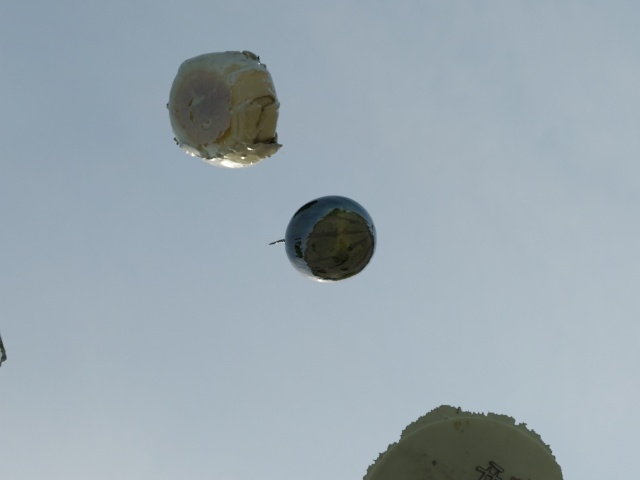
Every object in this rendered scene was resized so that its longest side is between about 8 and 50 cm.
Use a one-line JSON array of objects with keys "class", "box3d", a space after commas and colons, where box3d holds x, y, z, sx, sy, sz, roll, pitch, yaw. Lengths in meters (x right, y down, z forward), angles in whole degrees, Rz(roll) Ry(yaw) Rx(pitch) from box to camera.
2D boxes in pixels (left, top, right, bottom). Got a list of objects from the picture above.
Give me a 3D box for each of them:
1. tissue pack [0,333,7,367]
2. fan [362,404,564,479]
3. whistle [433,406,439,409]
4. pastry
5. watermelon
[{"class": "tissue pack", "box3d": [-0.501, 0.124, 1.385, 0.229, 0.159, 0.145, 8, -52, 7]}, {"class": "fan", "box3d": [0.093, 0.354, 1.188, 0.233, 0.012, 0.414, 36, -97, -5]}, {"class": "whistle", "box3d": [0.147, 0.330, 1.579, 0.085, 0.105, 0.227, 7, -89, -2]}, {"class": "pastry", "box3d": [-0.125, -0.169, 1.586, 0.088, 0.166, 0.165, -12, -57, -50]}, {"class": "watermelon", "box3d": [0.000, 0.000, 1.433, 0.133, 0.105, 0.105, -5, -50, 16]}]
